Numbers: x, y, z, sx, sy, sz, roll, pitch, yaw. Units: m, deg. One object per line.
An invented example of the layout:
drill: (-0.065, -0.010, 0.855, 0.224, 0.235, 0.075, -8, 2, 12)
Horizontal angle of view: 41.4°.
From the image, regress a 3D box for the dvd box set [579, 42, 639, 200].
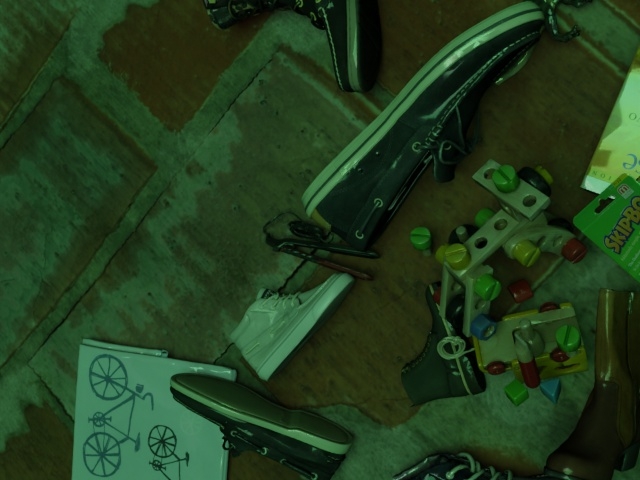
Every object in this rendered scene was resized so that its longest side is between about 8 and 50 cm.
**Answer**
dvd box set: (0.615, -0.220, 1.272, 0.308, 0.062, 0.420, 24, 98, 18)

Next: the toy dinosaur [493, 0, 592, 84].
toy dinosaur: (0.368, -0.371, 1.357, 0.118, 0.064, 0.268, 19, 100, 32)

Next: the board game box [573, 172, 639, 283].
board game box: (0.519, 0.015, 1.280, 0.259, 0.039, 0.124, 41, 130, 2)

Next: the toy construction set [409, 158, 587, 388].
toy construction set: (0.271, 0.031, 1.245, 0.258, 0.237, 0.308, -19, 52, 9)

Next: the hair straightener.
hair straightener: (0.000, 0.000, 1.507, 0.230, 0.047, 0.089, 16, 83, 23)

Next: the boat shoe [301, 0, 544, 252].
boat shoe: (0.180, -0.172, 1.365, 0.500, 0.187, 0.156, -45, 80, 21)

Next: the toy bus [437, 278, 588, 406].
toy bus: (0.324, 0.177, 1.349, 0.202, 0.104, 0.191, 29, 68, 38)

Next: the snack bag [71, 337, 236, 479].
snack bag: (-0.320, 0.364, 1.622, 0.343, 0.037, 0.323, 5, 93, 16)

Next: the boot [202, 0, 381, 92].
boot: (-0.054, -0.414, 1.459, 0.284, 0.138, 0.377, -9, 84, 18)

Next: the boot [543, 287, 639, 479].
boot: (0.422, 0.211, 1.247, 0.096, 0.264, 0.280, 11, 97, 46)

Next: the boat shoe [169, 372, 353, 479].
boat shoe: (-0.119, 0.338, 1.499, 0.340, 0.127, 0.113, 19, 102, 0)

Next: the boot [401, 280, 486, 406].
boot: (0.179, 0.180, 1.428, 0.137, 0.077, 0.197, -22, 83, 23)

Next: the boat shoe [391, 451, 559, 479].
boat shoe: (0.266, 0.406, 1.368, 0.341, 0.127, 0.158, -28, 90, 18)

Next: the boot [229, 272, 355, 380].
boot: (-0.060, 0.123, 1.491, 0.123, 0.095, 0.258, 45, 109, 12)
